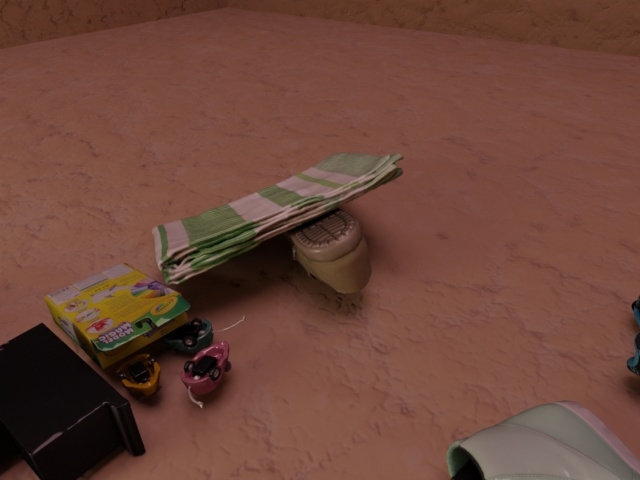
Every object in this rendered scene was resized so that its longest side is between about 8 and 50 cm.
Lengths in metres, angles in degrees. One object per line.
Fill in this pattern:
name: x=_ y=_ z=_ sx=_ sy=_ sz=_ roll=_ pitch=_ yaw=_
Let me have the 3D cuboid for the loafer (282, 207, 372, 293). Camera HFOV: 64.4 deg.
loafer: x=0.000 y=0.000 z=0.686 sx=0.102 sy=0.091 sz=0.268 roll=-22 pitch=18 yaw=-2

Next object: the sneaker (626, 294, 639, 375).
sneaker: x=0.436 y=0.050 z=0.565 sx=0.140 sy=0.124 sz=0.341 roll=14 pitch=33 yaw=30

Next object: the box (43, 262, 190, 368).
box: x=-0.229 y=0.081 z=0.577 sx=0.105 sy=0.043 sz=0.179 roll=-28 pitch=27 yaw=-35

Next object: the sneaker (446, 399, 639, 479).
sneaker: x=0.190 y=0.218 z=0.334 sx=0.151 sy=0.094 sz=0.256 roll=-7 pitch=23 yaw=-20

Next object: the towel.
towel: x=-0.073 y=-0.051 z=0.704 sx=0.325 sy=0.038 sz=0.248 roll=-26 pitch=18 yaw=-14

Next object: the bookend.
bookend: x=-0.269 y=0.171 z=0.441 sx=0.157 sy=0.072 sz=0.156 roll=24 pitch=41 yaw=32

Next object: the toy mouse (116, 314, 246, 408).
toy mouse: x=-0.135 y=0.124 z=0.538 sx=0.143 sy=0.031 sz=0.161 roll=-29 pitch=32 yaw=-34
